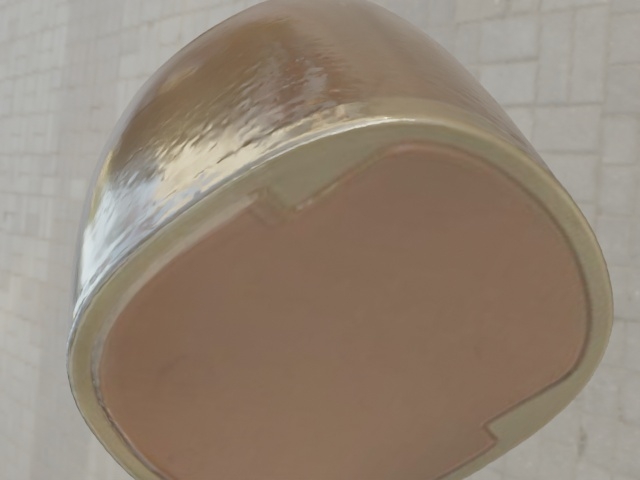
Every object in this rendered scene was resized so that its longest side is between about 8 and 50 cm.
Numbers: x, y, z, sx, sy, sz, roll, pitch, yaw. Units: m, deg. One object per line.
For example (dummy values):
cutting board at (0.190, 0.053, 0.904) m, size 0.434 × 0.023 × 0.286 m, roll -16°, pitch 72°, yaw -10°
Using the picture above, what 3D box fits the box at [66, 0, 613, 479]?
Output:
box at (0.000, 0.000, 0.673) m, size 0.216 × 0.300 × 0.301 m, roll -104°, pitch 34°, yaw -50°
